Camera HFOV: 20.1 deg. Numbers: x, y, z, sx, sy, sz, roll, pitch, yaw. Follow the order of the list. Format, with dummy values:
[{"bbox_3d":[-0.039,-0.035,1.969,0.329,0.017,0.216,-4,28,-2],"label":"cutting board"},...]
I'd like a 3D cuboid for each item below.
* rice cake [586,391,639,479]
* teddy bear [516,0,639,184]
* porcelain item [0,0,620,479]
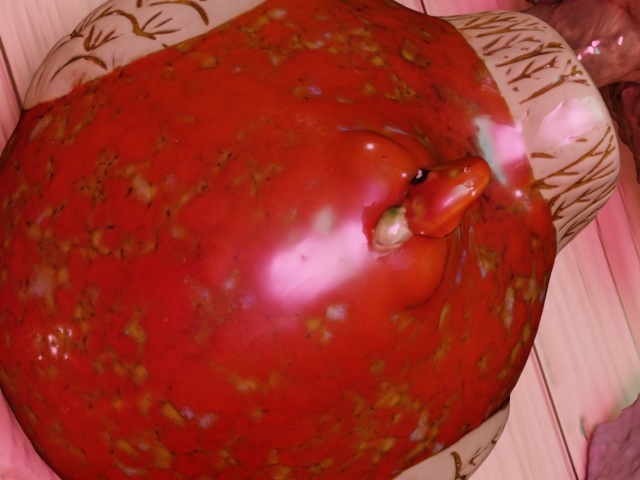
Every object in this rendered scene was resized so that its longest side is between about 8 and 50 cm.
[{"bbox_3d":[0.136,0.234,0.847,0.072,0.056,0.365,28,61,-24],"label":"rice cake"},{"bbox_3d":[0.155,-0.151,0.930,0.296,0.222,0.246,34,54,23],"label":"teddy bear"},{"bbox_3d":[0.000,0.000,0.693,0.253,0.253,0.253,13,69,-36],"label":"porcelain item"}]
